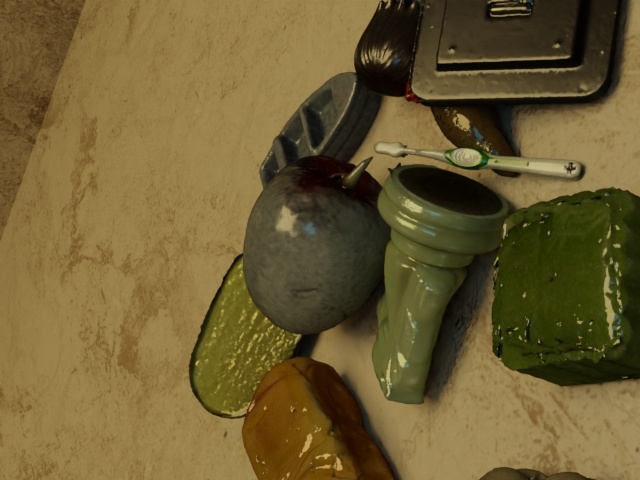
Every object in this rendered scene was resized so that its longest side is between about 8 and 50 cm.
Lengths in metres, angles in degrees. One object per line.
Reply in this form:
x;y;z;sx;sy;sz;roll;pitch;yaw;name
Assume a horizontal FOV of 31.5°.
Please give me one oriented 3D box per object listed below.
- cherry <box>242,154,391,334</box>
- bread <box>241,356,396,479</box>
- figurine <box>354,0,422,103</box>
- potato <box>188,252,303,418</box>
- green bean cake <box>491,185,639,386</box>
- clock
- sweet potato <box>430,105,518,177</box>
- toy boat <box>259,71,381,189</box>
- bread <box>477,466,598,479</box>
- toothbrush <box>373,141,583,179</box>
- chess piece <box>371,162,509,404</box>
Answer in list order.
0.000;0.000;1.640;0.255;0.218;0.296;-85;13;-66;cherry
-0.008;0.309;1.594;0.167;0.132;0.294;-53;35;19;bread
0.137;-0.328;1.697;0.137;0.110;0.246;12;78;41;figurine
-0.104;0.155;1.830;0.111;0.160;0.272;2;-69;-78;potato
0.290;0.052;1.259;0.214;0.113;0.201;-20;60;54;green bean cake
0.252;-0.308;1.457;0.278;0.049;0.274;2;76;32;clock
0.205;-0.225;1.548;0.124;0.098;0.310;-16;66;46;sweet potato
-0.002;-0.170;1.861;0.283;0.078;0.127;-46;40;36;toy boat
0.233;0.339;1.224;0.337;0.102;0.183;-9;69;55;bread
0.198;-0.105;1.469;0.303;0.030;0.030;10;84;37;toothbrush
0.130;0.063;1.502;0.176;0.175;0.298;50;131;54;chess piece
